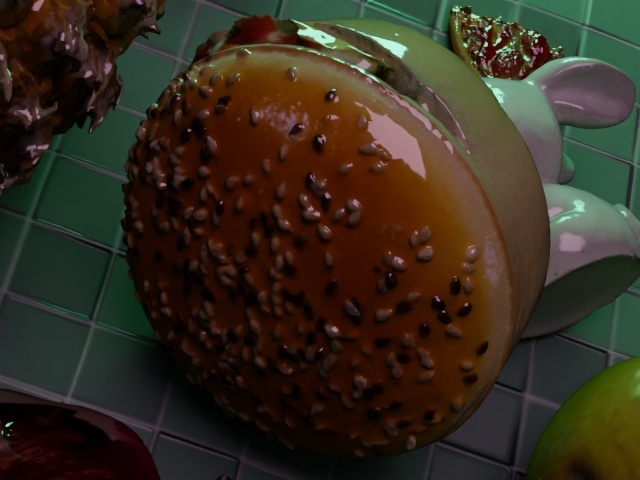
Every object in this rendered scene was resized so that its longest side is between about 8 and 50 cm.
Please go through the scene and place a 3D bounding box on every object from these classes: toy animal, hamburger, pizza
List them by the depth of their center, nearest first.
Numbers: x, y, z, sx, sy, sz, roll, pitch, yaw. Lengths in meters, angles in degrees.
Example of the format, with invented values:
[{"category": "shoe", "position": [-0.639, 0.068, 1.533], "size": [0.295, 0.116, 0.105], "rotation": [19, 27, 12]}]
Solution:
[{"category": "hamburger", "position": [0.000, 0.000, 1.179], "size": [0.300, 0.300, 0.176], "rotation": [46, 42, 12]}, {"category": "toy animal", "position": [0.160, -0.033, 1.352], "size": [0.178, 0.127, 0.193], "rotation": [-4, 59, -25]}, {"category": "pizza", "position": [0.140, -0.160, 1.488], "size": [0.099, 0.029, 0.100], "rotation": [44, 54, 11]}]

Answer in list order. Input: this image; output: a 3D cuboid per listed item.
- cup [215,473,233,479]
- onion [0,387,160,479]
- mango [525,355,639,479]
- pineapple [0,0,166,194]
[{"category": "cup", "position": [-0.029, 0.230, 1.122], "size": [0.155, 0.131, 0.176], "rotation": [37, 28, -1]}, {"category": "onion", "position": [-0.208, 0.208, 1.036], "size": [0.272, 0.195, 0.272], "rotation": [-12, 28, 6]}, {"category": "mango", "position": [0.316, 0.181, 1.201], "size": [0.365, 0.182, 0.253], "rotation": [2, 49, 0]}, {"category": "pineapple", "position": [-0.268, -0.175, 1.171], "size": [0.352, 0.352, 0.300], "rotation": [38, 44, 6]}]
